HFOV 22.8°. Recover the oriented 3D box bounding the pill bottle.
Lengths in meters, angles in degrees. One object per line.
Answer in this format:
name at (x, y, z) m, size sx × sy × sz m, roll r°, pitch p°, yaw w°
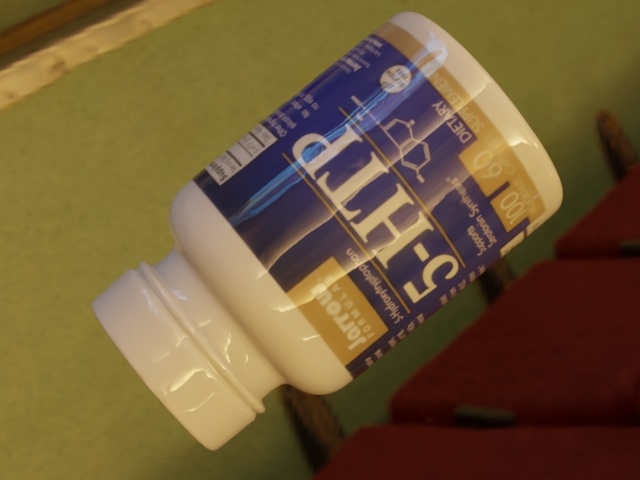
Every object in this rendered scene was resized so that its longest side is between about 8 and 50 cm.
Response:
pill bottle at (0.000, 0.000, 0.681) m, size 0.186 × 0.112 × 0.112 m, roll -40°, pitch 119°, yaw -3°
